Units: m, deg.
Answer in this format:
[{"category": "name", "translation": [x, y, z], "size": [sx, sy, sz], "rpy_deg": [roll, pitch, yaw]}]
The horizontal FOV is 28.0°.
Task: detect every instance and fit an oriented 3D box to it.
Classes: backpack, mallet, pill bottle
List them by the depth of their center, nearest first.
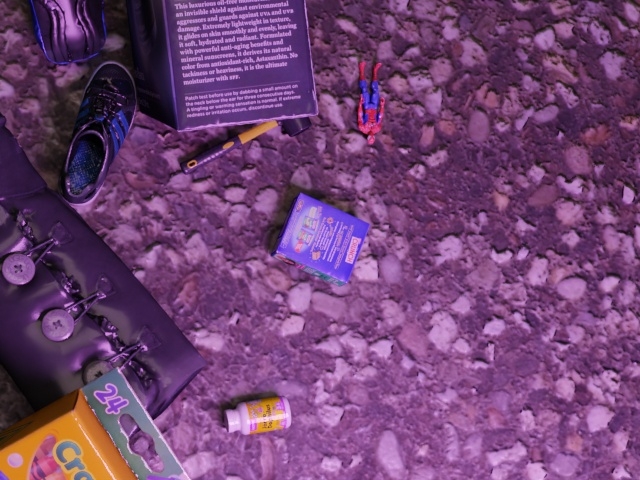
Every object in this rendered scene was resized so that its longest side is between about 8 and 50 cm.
[{"category": "backpack", "translation": [-0.329, -0.298, 1.671], "size": [0.098, 0.101, 0.120], "rpy_deg": [-15, 118, -12]}, {"category": "pill bottle", "translation": [-0.083, 0.231, 1.685], "size": [0.083, 0.043, 0.043], "rpy_deg": [-8, 84, -15]}, {"category": "mallet", "translation": [-0.107, -0.148, 1.740], "size": [0.189, 0.039, 0.062], "rpy_deg": [-21, 89, -12]}]

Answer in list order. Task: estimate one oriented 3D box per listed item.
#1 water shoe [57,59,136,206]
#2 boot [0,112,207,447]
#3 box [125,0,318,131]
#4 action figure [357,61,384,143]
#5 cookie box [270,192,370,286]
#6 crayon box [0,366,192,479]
[{"category": "water shoe", "translation": [-0.284, -0.142, 1.668], "size": [0.073, 0.080, 0.203], "rpy_deg": [16, 78, -12]}, {"category": "boot", "translation": [-0.412, 0.106, 1.581], "size": [0.367, 0.146, 0.445], "rpy_deg": [-39, 99, -11]}, {"category": "box", "translation": [-0.138, -0.299, 1.580], "size": [0.182, 0.296, 0.294], "rpy_deg": [-8, 101, -16]}, {"category": "action figure", "translation": [0.069, -0.192, 1.794], "size": [0.038, 0.030, 0.115], "rpy_deg": [2, 84, -19]}, {"category": "cookie box", "translation": [0.000, 0.000, 1.741], "size": [0.107, 0.040, 0.092], "rpy_deg": [24, 77, -10]}, {"category": "crayon box", "translation": [-0.329, 0.319, 1.517], "size": [0.323, 0.083, 0.203], "rpy_deg": [-30, 104, 2]}]
